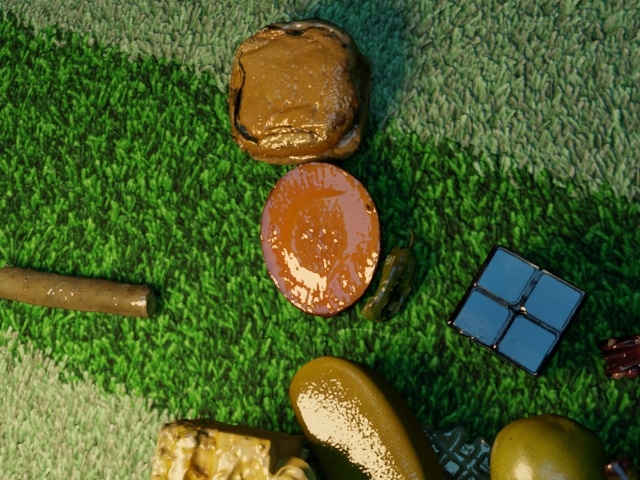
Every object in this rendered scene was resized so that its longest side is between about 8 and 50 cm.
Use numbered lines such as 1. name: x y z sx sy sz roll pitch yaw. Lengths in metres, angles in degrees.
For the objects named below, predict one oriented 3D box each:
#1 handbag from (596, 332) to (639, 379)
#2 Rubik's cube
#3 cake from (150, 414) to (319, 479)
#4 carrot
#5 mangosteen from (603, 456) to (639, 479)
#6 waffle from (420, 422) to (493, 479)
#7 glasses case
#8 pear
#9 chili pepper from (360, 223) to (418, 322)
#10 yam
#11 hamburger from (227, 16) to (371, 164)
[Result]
1. handbag: 0.573 0.174 1.208 0.203 0.216 0.074 -17 77 8
2. Rubik's cube: 0.346 0.128 1.292 0.183 0.180 0.167 32 89 20
3. cake: -0.124 0.423 1.200 0.286 0.227 0.222 7 81 14
4. carrot: 0.000 0.000 1.448 0.258 0.100 0.307 -10 79 15
5. mangosteen: 0.551 0.438 1.074 0.233 0.287 0.287 -5 76 -20
6. waffle: 0.190 0.481 1.321 0.309 0.056 0.292 -11 74 13
7. glasses case: 0.095 0.364 1.274 0.173 0.141 0.371 -37 62 13
8. pear: 0.382 0.386 1.224 0.198 0.198 0.198 -3 78 14
9. chili pepper: 0.144 0.065 1.409 0.073 0.072 0.204 25 89 30
10. yam: -0.527 0.113 1.567 0.371 0.083 0.083 8 81 14
11. hamburger: -0.043 -0.301 1.486 0.318 0.158 0.318 -3 79 14
